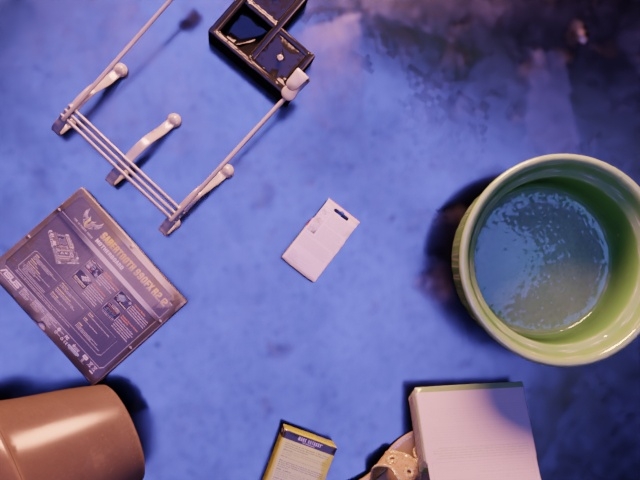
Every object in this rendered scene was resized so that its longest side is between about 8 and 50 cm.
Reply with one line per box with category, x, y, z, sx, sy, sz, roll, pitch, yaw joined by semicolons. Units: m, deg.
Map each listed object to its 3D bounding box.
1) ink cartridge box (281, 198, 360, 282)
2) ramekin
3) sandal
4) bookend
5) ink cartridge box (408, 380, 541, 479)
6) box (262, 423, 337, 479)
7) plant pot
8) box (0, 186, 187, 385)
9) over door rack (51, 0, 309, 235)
ink cartridge box;0.000;0.000;1.622;0.063;0.029;0.115;38;84;-3
ramekin;0.338;0.030;1.592;0.303;0.148;0.303;0;89;-5
sandal;0.105;0.361;1.596;0.240;0.079;0.088;-32;91;-5
bookend;-0.058;-0.310;1.604;0.157;0.072;0.156;41;85;-3
ink cartridge box;0.230;0.324;1.569;0.171;0.056;0.235;-2;63;-10
box;-0.055;0.395;1.591;0.087;0.058;0.232;19;86;-4
plant pot;-0.372;0.310;1.483;0.229;0.263;0.263;-20;90;-26
box;-0.337;0.066;1.575;0.183;0.056;0.231;-43;93;-6
over door rack;-0.196;-0.200;1.557;0.239;0.108;0.324;43;106;-2
